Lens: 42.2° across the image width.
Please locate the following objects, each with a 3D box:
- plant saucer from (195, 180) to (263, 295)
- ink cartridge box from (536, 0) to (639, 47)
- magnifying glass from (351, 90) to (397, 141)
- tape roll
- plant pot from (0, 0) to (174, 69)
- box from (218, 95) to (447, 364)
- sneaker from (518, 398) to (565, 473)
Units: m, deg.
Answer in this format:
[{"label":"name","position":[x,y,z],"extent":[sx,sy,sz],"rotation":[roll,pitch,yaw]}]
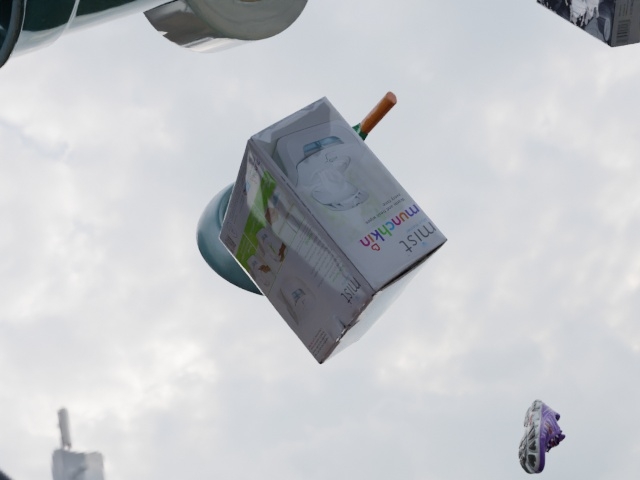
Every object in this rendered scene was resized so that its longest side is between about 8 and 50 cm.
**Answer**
[{"label":"plant saucer","position":[-0.041,-0.028,1.338],"extent":[0.317,0.318,0.044],"rotation":[-10,-48,-19]},{"label":"ink cartridge box","position":[0.434,-0.454,1.389],"extent":[0.065,0.333,0.165],"rotation":[-11,-58,-8]},{"label":"magnifying glass","position":[0.067,-0.194,1.541],"extent":[0.026,0.092,0.231],"rotation":[17,-39,-28]},{"label":"tape roll","position":[-0.153,-0.424,1.295],"extent":[0.246,0.169,0.246],"rotation":[-4,-83,-33]},{"label":"plant pot","position":[-0.299,-0.395,0.978],"extent":[0.334,0.341,0.341],"rotation":[-27,-29,-41]},{"label":"box","position":[0.000,0.000,1.033],"extent":[0.126,0.231,0.262],"rotation":[-34,-14,-27]},{"label":"sneaker","position":[0.393,0.343,1.452],"extent":[0.071,0.170,0.068],"rotation":[25,-55,7]}]
